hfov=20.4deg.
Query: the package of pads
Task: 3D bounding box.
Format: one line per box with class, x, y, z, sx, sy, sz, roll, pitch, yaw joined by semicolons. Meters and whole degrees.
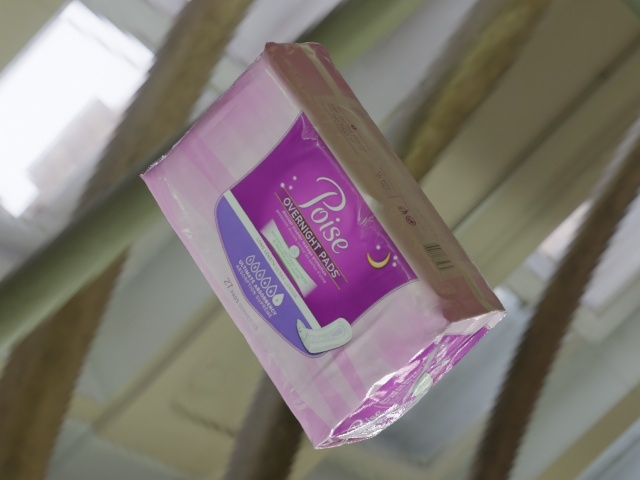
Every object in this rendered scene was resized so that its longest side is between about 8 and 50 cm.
package of pads;0.000;0.000;0.402;0.032;0.050;0.083;-1;-128;-56
